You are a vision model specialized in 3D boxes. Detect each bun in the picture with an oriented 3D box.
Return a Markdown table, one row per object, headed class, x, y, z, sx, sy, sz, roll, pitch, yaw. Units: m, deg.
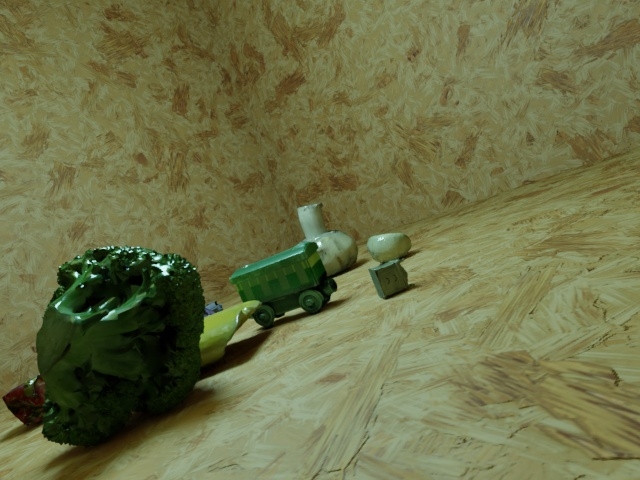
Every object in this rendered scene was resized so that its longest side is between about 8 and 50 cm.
| class | x | y | z | sx | sy | sz | roll | pitch | yaw |
| --- | --- | --- | --- | --- | --- | --- | --- | --- | --- |
| bun | 0.258 | 0.031 | 1.634 | 0.164 | 0.110 | 0.188 | -5 | -6 | -14 |

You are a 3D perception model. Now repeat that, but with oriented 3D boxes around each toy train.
| class | x | y | z | sx | sy | sz | roll | pitch | yaw |
| --- | --- | --- | --- | --- | --- | --- | --- | --- | --- |
| toy train | -0.107 | 0.135 | 1.287 | 0.301 | 0.202 | 0.120 | -21 | 7 | 21 |

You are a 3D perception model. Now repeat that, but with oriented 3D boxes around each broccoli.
| class | x | y | z | sx | sy | sz | roll | pitch | yaw |
| --- | --- | --- | --- | --- | --- | --- | --- | --- | --- |
| broccoli | -0.401 | 0.187 | 0.879 | 0.413 | 0.310 | 0.321 | -48 | 33 | 4 |

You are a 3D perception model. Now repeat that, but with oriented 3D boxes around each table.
| class | x | y | z | sx | sy | sz | roll | pitch | yaw |
| --- | --- | --- | --- | --- | --- | --- | --- | --- | --- |
| table | 0.176 | 0.092 | 1.079 | 0.084 | 0.079 | 0.062 | -21 | 0 | -8 |

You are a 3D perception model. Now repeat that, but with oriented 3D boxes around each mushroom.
| class | x | y | z | sx | sy | sz | roll | pitch | yaw |
| --- | --- | --- | --- | --- | --- | --- | --- | --- | --- |
| mushroom | 0.000 | 0.000 | 1.935 | 0.315 | 0.335 | 0.314 | -15 | 8 | 2 |

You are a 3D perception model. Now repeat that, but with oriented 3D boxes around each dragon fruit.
| class | x | y | z | sx | sy | sz | roll | pitch | yaw |
| --- | --- | --- | --- | --- | --- | --- | --- | --- | --- |
| dragon fruit | -0.805 | 0.457 | 1.310 | 0.211 | 0.147 | 0.282 | -33 | 3 | -22 |

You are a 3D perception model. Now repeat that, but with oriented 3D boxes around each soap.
| class | x | y | z | sx | sy | sz | roll | pitch | yaw |
| --- | --- | --- | --- | --- | --- | --- | --- | --- | --- |
| soap | -0.357 | 0.286 | 1.149 | 0.428 | 0.115 | 0.306 | -22 | 7 | 10 |

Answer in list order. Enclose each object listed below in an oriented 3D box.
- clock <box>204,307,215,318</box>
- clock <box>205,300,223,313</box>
| class | x | y | z | sx | sy | sz | roll | pitch | yaw |
| --- | --- | --- | --- | --- | --- | --- | --- | --- | --- |
| clock | -0.497 | 0.322 | 1.776 | 0.153 | 0.109 | 0.050 | 17 | -9 | 36 |
| clock | -0.576 | 0.362 | 1.964 | 0.187 | 0.083 | 0.253 | -22 | 1 | 22 |
